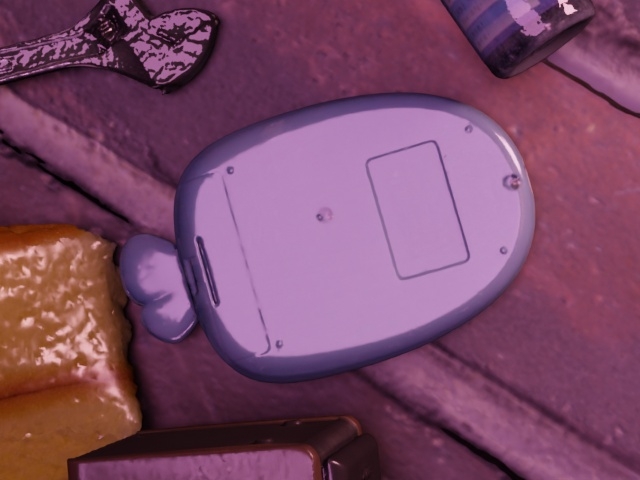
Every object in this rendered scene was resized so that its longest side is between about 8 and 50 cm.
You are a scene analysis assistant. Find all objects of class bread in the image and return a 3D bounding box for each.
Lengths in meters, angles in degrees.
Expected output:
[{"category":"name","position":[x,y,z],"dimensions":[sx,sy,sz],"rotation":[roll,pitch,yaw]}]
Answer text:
[{"category":"bread","position":[-0.332,0.106,0.912],"dimensions":[0.245,0.362,0.233],"rotation":[2,97,52]}]

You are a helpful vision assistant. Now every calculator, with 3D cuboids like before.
[{"category":"calculator","position":[0.000,0.000,0.899],"dimensions":[0.303,0.042,0.188],"rotation":[-17,88,9]}]

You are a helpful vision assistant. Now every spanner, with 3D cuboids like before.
[{"category":"spanner","position":[-0.232,-0.128,0.946],"dimensions":[0.325,0.026,0.093],"rotation":[-12,87,7]}]

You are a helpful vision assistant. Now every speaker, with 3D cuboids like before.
[{"category":"speaker","position":[-0.054,0.241,0.830],"dimensions":[0.192,0.153,0.231],"rotation":[-7,88,12]}]

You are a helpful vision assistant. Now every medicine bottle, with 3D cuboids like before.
[{"category":"medicine bottle","position":[0.096,-0.210,0.854],"dimensions":[0.083,0.083,0.203],"rotation":[-36,83,11]}]
